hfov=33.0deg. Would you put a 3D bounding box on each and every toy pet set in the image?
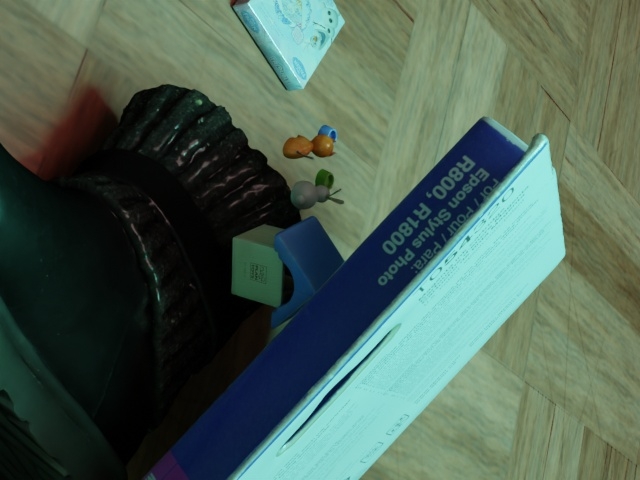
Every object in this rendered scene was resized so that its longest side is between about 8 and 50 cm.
[{"bbox_3d":[0.000,0.000,0.690,0.114,0.065,0.122,-27,125,-54],"label":"toy pet set"}]

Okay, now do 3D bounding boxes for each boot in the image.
[{"bbox_3d":[-0.145,-0.028,0.634,0.260,0.131,0.348,-53,142,-35],"label":"boot"}]

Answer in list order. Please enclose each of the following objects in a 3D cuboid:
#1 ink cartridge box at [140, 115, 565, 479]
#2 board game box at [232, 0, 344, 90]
[{"bbox_3d":[0.017,0.078,0.669,0.324,0.071,0.330,-47,161,1],"label":"ink cartridge box"},{"bbox_3d":[-0.024,-0.188,0.899,0.090,0.020,0.090,55,48,-34],"label":"board game box"}]
